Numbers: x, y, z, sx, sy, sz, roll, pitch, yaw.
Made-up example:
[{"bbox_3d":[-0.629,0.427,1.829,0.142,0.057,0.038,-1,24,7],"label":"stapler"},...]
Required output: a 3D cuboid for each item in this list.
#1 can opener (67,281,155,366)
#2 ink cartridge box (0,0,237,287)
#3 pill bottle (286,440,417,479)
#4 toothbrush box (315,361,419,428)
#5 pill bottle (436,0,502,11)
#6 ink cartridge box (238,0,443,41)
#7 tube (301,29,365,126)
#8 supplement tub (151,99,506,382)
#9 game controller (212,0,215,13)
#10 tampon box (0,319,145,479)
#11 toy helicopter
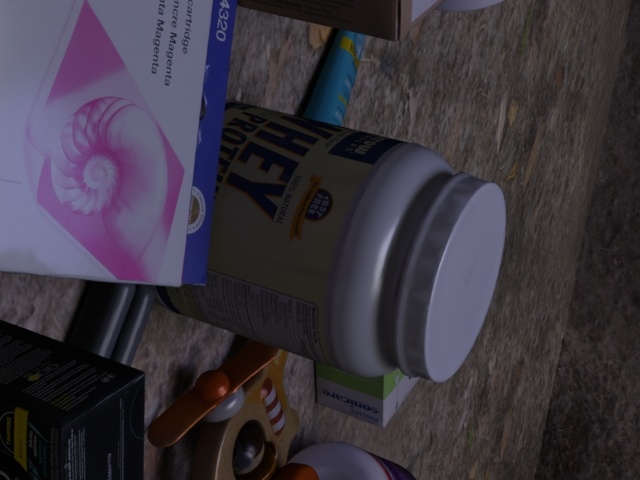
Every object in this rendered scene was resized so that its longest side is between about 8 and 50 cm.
[{"bbox_3d":[-0.218,0.168,1.025,0.074,0.093,0.281,36,68,-63],"label":"can opener"},{"bbox_3d":[-0.161,-0.129,0.845,0.330,0.071,0.324,8,88,-53],"label":"ink cartridge box"},{"bbox_3d":[0.060,0.416,1.639,0.182,0.181,0.323,-69,155,-10],"label":"pill bottle"},{"bbox_3d":[0.090,0.095,1.577,0.206,0.122,0.283,-47,144,-45],"label":"toothbrush box"},{"bbox_3d":[0.174,-0.465,1.344,0.176,0.176,0.319,-56,150,-34],"label":"pill bottle"},{"bbox_3d":[0.050,-0.312,1.157,0.235,0.193,0.088,-46,144,-46],"label":"ink cartridge box"},{"bbox_3d":[0.017,-0.193,1.346,0.080,0.052,0.207,74,32,-67],"label":"tube"},{"bbox_3d":[0.000,0.000,1.085,0.235,0.324,0.236,-43,141,-48],"label":"supplement tub"},{"bbox_3d":[-0.194,-0.158,0.891,0.319,0.067,0.167,-56,150,-34],"label":"game controller"},{"bbox_3d":[-0.238,0.155,0.876,0.101,0.161,0.121,-32,132,-55],"label":"tampon box"},{"bbox_3d":[-0.085,0.170,1.297,0.235,0.140,0.355,43,55,-53],"label":"toy helicopter"}]
